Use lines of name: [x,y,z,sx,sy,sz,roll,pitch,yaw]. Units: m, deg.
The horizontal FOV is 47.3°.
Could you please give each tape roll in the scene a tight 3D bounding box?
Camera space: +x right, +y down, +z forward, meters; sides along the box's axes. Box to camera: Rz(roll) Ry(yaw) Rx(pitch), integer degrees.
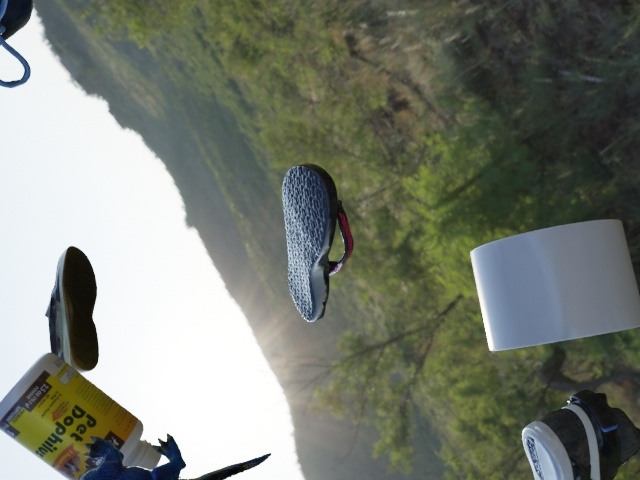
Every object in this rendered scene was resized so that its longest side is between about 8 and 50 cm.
tape roll: [0.376,0.075,1.176,0.246,0.245,0.169,54,-154,-80]

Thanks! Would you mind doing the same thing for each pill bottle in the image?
pill bottle: [-0.324,0.258,0.990,0.215,0.117,0.117,41,-178,-10]

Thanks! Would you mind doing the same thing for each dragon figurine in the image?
dragon figurine: [-0.191,0.290,0.799,0.289,0.085,0.144,9,-156,-20]

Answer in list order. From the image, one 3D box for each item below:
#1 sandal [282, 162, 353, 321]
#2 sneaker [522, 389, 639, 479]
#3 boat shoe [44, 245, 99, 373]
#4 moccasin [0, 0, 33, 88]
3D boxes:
sandal: [0.000,0.000,0.580,0.179,0.040,0.067,94,152,-54]
sneaker: [0.291,0.251,0.775,0.079,0.121,0.217,48,161,53]
boat shoe: [-0.410,0.115,1.183,0.080,0.073,0.224,36,-146,-56]
moccasin: [-0.304,-0.222,0.621,0.138,0.116,0.342,115,159,-65]
